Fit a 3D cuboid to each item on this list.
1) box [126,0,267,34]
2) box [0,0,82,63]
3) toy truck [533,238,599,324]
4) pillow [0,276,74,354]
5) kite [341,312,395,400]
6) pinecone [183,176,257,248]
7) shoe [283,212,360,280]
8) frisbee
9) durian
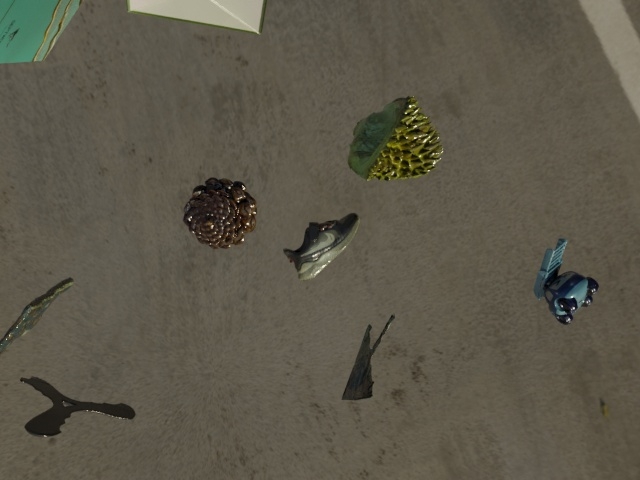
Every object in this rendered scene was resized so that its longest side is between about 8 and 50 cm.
[{"bbox_3d":[-0.144,-0.392,0.692,0.178,0.195,0.148,6,58,-11],"label":"box"},{"bbox_3d":[-0.334,-0.262,0.601,0.041,0.229,0.162,41,108,-10],"label":"box"},{"bbox_3d":[0.348,0.059,0.792,0.063,0.136,0.074,-36,58,-14],"label":"toy truck"},{"bbox_3d":[-0.704,0.188,1.354,0.034,0.255,0.189,43,96,-13],"label":"pillow"},{"bbox_3d":[0.132,0.334,1.552,0.011,0.335,0.314,25,112,-8],"label":"kite"},{"bbox_3d":[-0.182,-0.055,1.054,0.140,0.121,0.140,2,104,8],"label":"pinecone"},{"bbox_3d":[0.000,0.000,1.454,0.112,0.099,0.227,41,95,-9],"label":"shoe"},{"bbox_3d":[-0.429,0.270,0.936,0.187,0.211,0.012,21,92,29],"label":"frisbee"},{"bbox_3d":[0.181,-0.243,1.356,0.198,0.394,0.163,-31,118,22],"label":"durian"}]
